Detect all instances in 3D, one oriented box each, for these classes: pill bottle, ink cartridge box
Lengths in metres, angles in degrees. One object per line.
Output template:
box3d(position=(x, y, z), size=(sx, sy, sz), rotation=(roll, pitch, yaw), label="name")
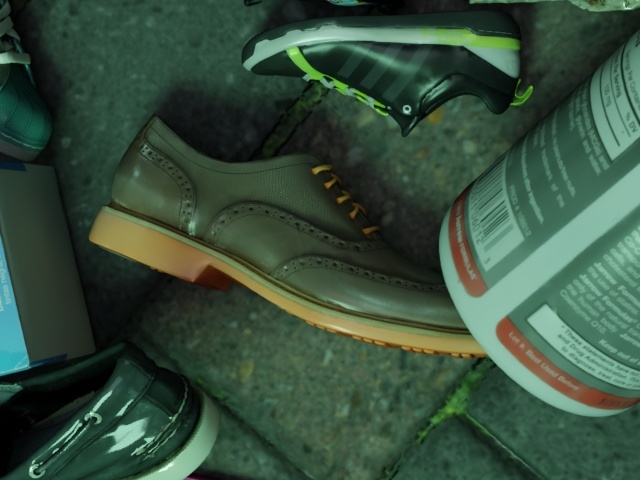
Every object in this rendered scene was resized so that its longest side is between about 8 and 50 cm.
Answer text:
box3d(position=(0.271, -0.049, 1.212), size=(0.210, 0.210, 0.363), rotation=(50, 125, 4), label="pill bottle")
box3d(position=(-0.333, 0.042, 1.399), size=(0.233, 0.171, 0.168), rotation=(-13, 89, 10), label="ink cartridge box")

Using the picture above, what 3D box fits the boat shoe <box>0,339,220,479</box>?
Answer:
box3d(position=(-0.244, 0.155, 1.295), size=(0.340, 0.127, 0.113), rotation=(-15, 128, 30), label="boat shoe")

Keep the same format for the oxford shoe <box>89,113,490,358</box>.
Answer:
box3d(position=(0.000, 0.000, 1.368), size=(0.364, 0.130, 0.132), rotation=(19, 88, 7), label="oxford shoe")

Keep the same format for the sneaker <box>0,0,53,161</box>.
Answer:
box3d(position=(-0.308, -0.206, 1.417), size=(0.121, 0.108, 0.302), rotation=(-41, 84, 13), label="sneaker")

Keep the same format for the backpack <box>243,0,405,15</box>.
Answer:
box3d(position=(-0.010, -0.242, 1.332), size=(0.158, 0.173, 0.117), rotation=(6, 93, 10), label="backpack")

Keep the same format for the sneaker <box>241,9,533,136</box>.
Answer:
box3d(position=(0.051, -0.131, 1.372), size=(0.235, 0.084, 0.097), rotation=(-2, 93, 10), label="sneaker")

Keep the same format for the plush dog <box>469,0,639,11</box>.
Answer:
box3d(position=(0.223, -0.294, 1.288), size=(0.211, 0.262, 0.225), rotation=(-8, 102, -23), label="plush dog")

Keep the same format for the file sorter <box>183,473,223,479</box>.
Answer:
box3d(position=(-0.132, 0.347, 1.372), size=(0.202, 0.182, 0.290), rotation=(11, 94, 9), label="file sorter")
